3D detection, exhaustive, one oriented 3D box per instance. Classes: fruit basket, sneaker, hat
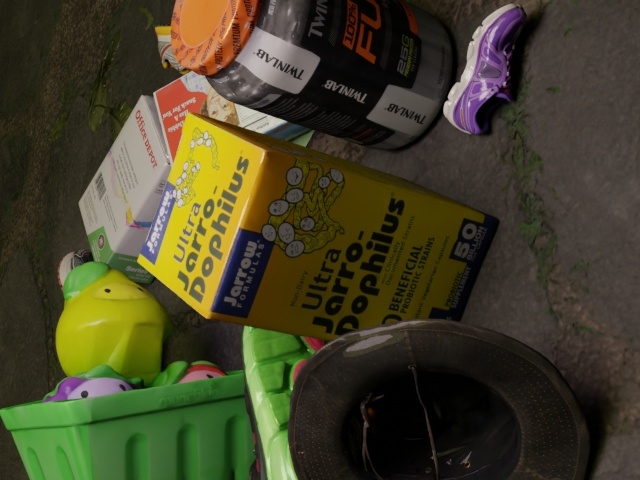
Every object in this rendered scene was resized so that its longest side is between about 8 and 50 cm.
[{"bbox_3d":[-0.269,0.196,1.505,0.283,0.392,0.391,-15,67,50],"label":"fruit basket"},{"bbox_3d":[-0.408,0.107,1.944,0.112,0.121,0.299,-39,42,0],"label":"sneaker"},{"bbox_3d":[-0.037,0.278,1.330,0.202,0.185,0.482,-52,33,43],"label":"sneaker"},{"bbox_3d":[-0.223,-0.351,1.877,0.225,0.088,0.092,15,111,53],"label":"sneaker"},{"bbox_3d":[0.219,-0.209,1.272,0.071,0.068,0.169,38,118,35],"label":"sneaker"},{"bbox_3d":[0.134,0.202,1.153,0.331,0.331,0.134,-55,-1,26],"label":"hat"}]

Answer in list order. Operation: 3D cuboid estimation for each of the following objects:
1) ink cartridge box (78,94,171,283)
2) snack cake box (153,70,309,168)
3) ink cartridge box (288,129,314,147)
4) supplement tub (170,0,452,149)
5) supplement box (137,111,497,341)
[{"bbox_3d":[-0.317,-0.092,1.867,0.278,0.117,0.201,-53,43,28],"label":"ink cartridge box"},{"bbox_3d":[-0.129,-0.211,1.613,0.264,0.089,0.152,-21,80,33],"label":"snack cake box"},{"bbox_3d":[-0.115,-0.174,1.688,0.171,0.056,0.235,-60,38,19],"label":"ink cartridge box"},{"bbox_3d":[-0.010,-0.253,1.338,0.207,0.338,0.207,-20,64,48],"label":"supplement tub"},{"bbox_3d":[0.000,0.000,1.228,0.195,0.357,0.194,29,103,53],"label":"supplement box"}]
